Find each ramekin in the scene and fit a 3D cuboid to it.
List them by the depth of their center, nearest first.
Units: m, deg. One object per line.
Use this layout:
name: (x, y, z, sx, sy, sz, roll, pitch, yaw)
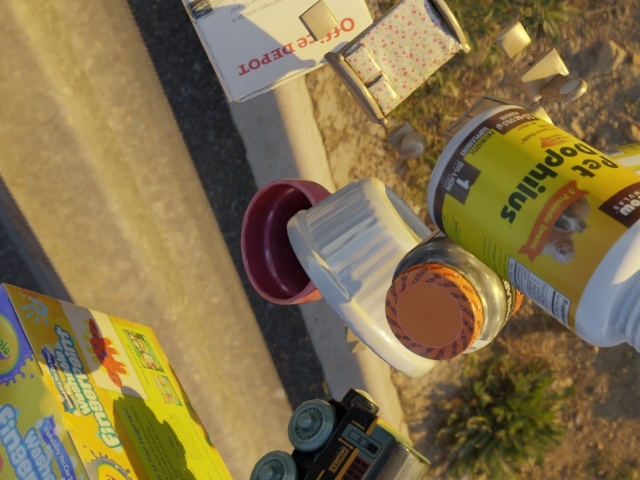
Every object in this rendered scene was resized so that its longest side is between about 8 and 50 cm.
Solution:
ramekin: (0.091, 0.035, 1.094, 0.127, 0.273, 0.273, -42, 112, 13)

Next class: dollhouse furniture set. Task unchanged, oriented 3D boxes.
dollhouse furniture set: (0.201, -0.292, 1.275, 0.303, 0.174, 0.355, -41, 115, -2)

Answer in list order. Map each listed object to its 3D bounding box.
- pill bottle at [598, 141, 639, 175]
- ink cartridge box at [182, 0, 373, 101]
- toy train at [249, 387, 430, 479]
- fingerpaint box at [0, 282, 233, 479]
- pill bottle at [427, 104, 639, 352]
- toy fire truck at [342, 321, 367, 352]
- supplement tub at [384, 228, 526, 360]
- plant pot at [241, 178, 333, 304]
pill bottle: (0.443, -0.076, 1.105, 0.209, 0.119, 0.119, -13, 130, -11)
ink cartridge box: (-0.113, -0.477, 1.480, 0.286, 0.166, 0.394, -25, 101, -5)
toy train: (-0.002, 0.361, 1.118, 0.190, 0.334, 0.142, 23, 163, 48)
fingerpaint box: (-0.337, 0.315, 1.288, 0.163, 0.444, 0.371, -41, 152, 9)
pill bottle: (0.187, -0.004, 0.605, 0.215, 0.117, 0.117, 41, 143, 37)
toy fire truck: (0.110, 0.122, 1.836, 0.217, 0.158, 0.246, 2, 141, 16)
supplement tub: (0.146, 0.039, 0.835, 0.117, 0.190, 0.116, 12, 115, 27)
plant pot: (0.000, 0.000, 1.361, 0.180, 0.201, 0.201, -2, 147, -43)
